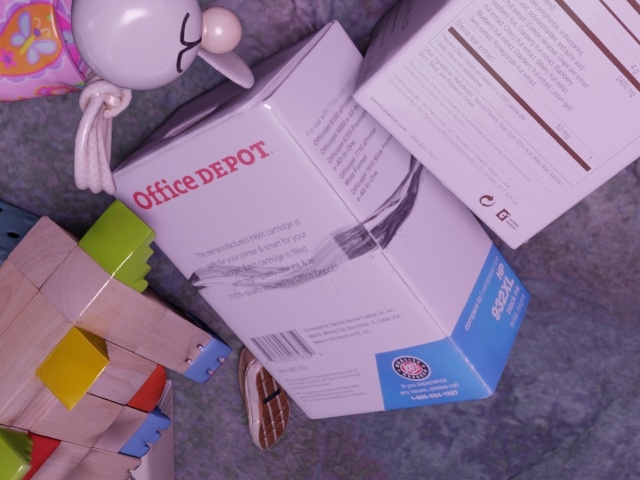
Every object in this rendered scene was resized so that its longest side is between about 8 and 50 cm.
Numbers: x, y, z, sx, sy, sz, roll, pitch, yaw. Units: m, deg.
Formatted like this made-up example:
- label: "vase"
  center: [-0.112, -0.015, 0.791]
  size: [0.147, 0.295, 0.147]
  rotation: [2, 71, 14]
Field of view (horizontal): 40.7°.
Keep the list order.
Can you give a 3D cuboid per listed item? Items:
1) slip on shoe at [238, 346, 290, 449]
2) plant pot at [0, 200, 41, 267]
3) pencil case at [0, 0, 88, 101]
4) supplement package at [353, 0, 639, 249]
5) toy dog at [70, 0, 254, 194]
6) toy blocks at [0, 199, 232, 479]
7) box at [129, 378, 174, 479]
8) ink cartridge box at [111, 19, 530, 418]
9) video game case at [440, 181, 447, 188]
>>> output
- label: "slip on shoe"
  center: [-0.067, 0.174, 0.958]
  size: [0.041, 0.051, 0.135]
  rotation: [31, 141, 38]
- label: "plant pot"
  center: [-0.375, 0.075, 0.885]
  size: [0.165, 0.165, 0.234]
  rotation: [23, 114, -4]
- label: "pencil case"
  center: [-0.322, -0.173, 0.751]
  size: [0.284, 0.124, 0.124]
  rotation: [-5, 120, 13]
- label: "supplement package"
  center: [0.191, -0.173, 0.623]
  size: [0.175, 0.177, 0.293]
  rotation: [41, 118, -14]
- label: "toy dog"
  center: [-0.079, -0.199, 0.606]
  size: [0.160, 0.334, 0.220]
  rotation: [3, 148, -11]
- label: "toy blocks"
  center: [-0.245, 0.158, 0.795]
  size: [0.190, 0.261, 0.381]
  rotation: [37, 85, 27]
- label: "box"
  center: [-0.237, 0.287, 1.021]
  size: [0.113, 0.094, 0.275]
  rotation: [7, 121, 6]
- label: "ink cartridge box"
  center: [0.000, 0.000, 0.751]
  size: [0.223, 0.129, 0.307]
  rotation: [-17, 119, 44]
- label: "video game case"
  center: [0.140, -0.053, 0.735]
  size: [0.087, 0.122, 0.011]
  rotation: [34, 118, -11]
